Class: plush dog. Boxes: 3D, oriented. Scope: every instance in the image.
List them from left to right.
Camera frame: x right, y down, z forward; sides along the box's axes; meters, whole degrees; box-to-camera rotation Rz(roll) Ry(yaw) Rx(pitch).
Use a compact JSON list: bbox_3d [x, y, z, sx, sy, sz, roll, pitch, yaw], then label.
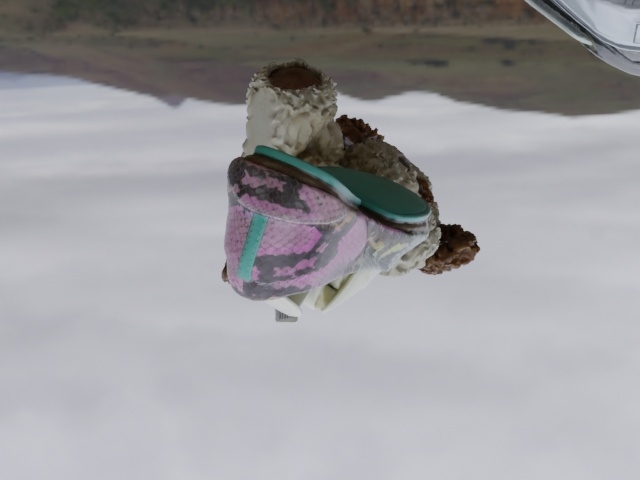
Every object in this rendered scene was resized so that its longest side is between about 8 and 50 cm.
[{"bbox_3d":[0.031,-0.031,1.055,0.225,0.210,0.262,-4,-130,-43],"label":"plush dog"}]

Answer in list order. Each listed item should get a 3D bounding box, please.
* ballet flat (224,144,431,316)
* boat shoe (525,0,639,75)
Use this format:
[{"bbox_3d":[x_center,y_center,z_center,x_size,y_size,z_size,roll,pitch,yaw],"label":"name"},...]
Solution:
[{"bbox_3d":[0.000,0.000,0.530,0.077,0.079,0.221,26,-173,14],"label":"ballet flat"},{"bbox_3d":[0.084,-0.214,0.545,0.121,0.335,0.119,-29,161,0],"label":"boat shoe"}]
